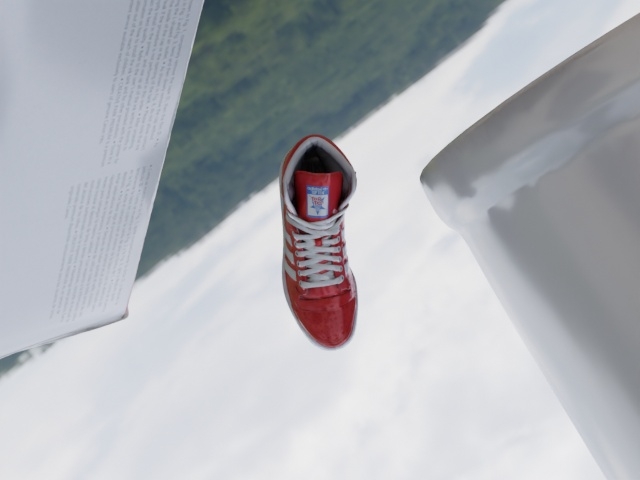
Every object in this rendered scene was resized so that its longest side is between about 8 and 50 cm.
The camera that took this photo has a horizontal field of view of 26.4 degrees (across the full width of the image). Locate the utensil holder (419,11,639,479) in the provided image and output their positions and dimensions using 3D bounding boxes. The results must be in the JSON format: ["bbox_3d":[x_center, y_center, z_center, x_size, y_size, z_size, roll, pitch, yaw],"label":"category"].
[{"bbox_3d":[0.288,0.050,0.731,0.328,0.385,0.327,-29,173,-4],"label":"utensil holder"}]

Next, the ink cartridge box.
[{"bbox_3d":[-0.193,-0.139,0.669,0.130,0.272,0.309,-19,140,-42],"label":"ink cartridge box"}]

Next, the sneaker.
[{"bbox_3d":[0.000,0.000,0.739,0.042,0.118,0.067,-9,173,-8],"label":"sneaker"}]
